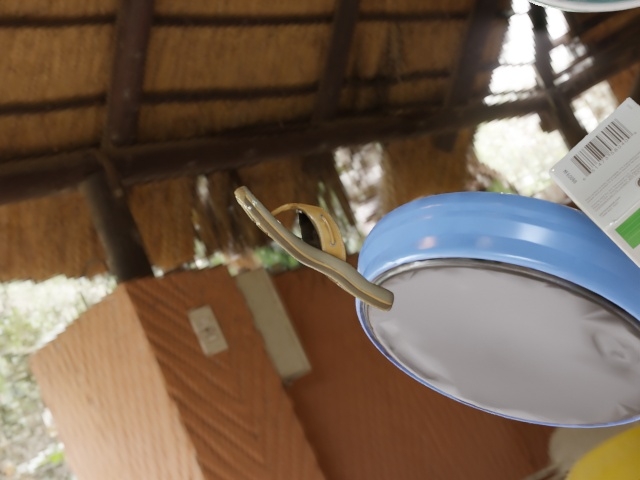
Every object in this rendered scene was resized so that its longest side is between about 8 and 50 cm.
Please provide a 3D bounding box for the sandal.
[{"bbox_3d":[0.000,0.000,0.939,0.049,0.180,0.072,-55,22,0],"label":"sandal"}]

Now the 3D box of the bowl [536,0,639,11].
[{"bbox_3d":[0.266,-0.358,1.100,0.312,0.311,0.163,-26,-7,1],"label":"bowl"}]

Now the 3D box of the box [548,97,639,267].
[{"bbox_3d":[0.283,-0.049,0.968,0.101,0.102,0.087,-44,-49,12],"label":"box"}]

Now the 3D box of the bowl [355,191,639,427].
[{"bbox_3d":[0.222,0.095,1.226,0.391,0.391,0.077,-44,21,58],"label":"bowl"}]
